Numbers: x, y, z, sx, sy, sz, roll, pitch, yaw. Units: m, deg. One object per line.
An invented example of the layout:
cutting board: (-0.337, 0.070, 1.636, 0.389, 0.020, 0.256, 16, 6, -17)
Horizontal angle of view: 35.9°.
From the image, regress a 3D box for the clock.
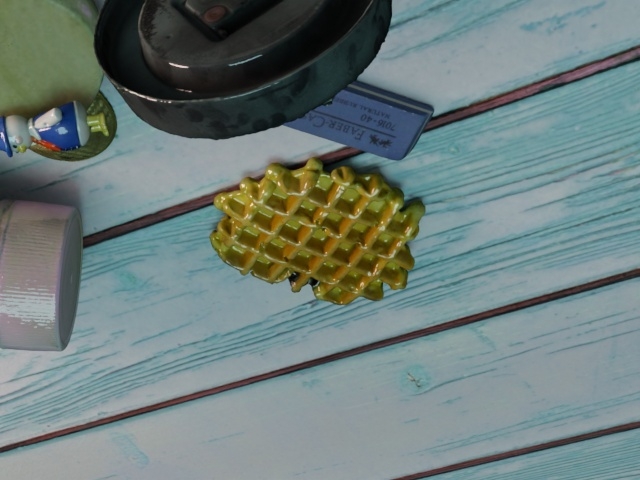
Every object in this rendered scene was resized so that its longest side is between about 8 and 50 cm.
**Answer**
clock: (-0.078, -0.229, 1.005, 0.313, 0.312, 0.061, -11, 139, 11)

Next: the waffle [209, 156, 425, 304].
waffle: (0.000, 0.001, 1.403, 0.310, 0.065, 0.283, -9, 134, 11)

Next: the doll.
doll: (-0.316, -0.127, 1.130, 0.143, 0.057, 0.099, -9, 168, -11)

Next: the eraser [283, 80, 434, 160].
eraser: (0.033, -0.164, 1.258, 0.225, 0.036, 0.082, 17, 131, -15)

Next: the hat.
hat: (-0.338, -0.137, 1.263, 0.146, 0.067, 0.146, 0, 135, 0)

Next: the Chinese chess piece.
Chinese chess piece: (-0.369, -0.217, 1.118, 0.250, 0.101, 0.250, -14, 141, -12)

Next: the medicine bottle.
medicine bottle: (-0.483, 0.038, 1.314, 0.302, 0.241, 0.241, 6, 134, -6)
